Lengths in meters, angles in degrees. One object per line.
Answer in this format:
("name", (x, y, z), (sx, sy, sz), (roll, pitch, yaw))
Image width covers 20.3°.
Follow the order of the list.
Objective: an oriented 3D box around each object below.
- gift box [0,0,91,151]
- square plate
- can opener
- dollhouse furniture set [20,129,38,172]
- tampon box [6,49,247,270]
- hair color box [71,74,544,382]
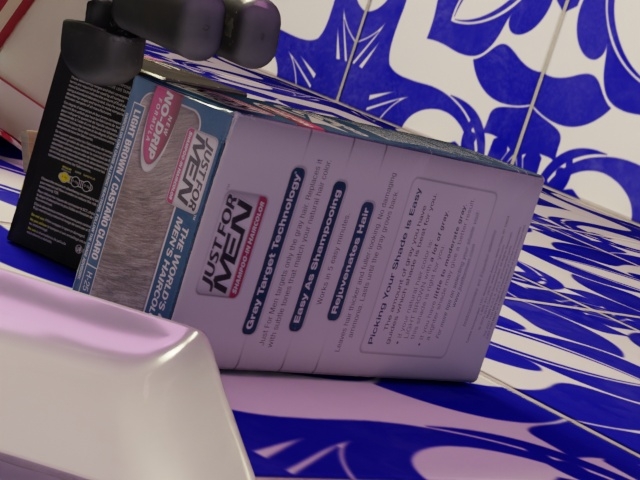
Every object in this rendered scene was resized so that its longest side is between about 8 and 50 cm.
("gift box", (-0.321, -0.226, 1.805), (0.276, 0.258, 0.255), (36, 2, -14))
("square plate", (-0.212, 0.058, 0.888), (0.344, 0.049, 0.347), (17, 9, -11))
("can opener", (-0.103, -0.142, 1.195), (0.074, 0.093, 0.280), (4, 8, -24))
("dollhouse furniture set", (-0.145, -0.044, 1.547), (0.184, 0.129, 0.129), (-12, -12, 35))
("tampon box", (-0.148, -0.058, 1.372), (0.101, 0.161, 0.120), (22, 9, 27))
("hair color box", (0.000, 0.000, 1.265), (0.105, 0.174, 0.347), (24, 10, 40))
